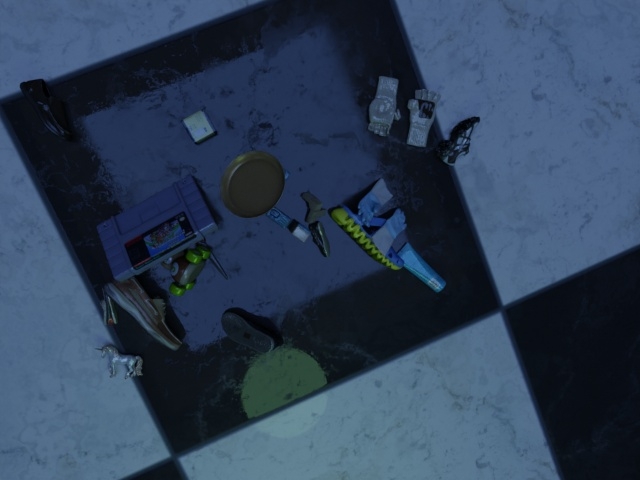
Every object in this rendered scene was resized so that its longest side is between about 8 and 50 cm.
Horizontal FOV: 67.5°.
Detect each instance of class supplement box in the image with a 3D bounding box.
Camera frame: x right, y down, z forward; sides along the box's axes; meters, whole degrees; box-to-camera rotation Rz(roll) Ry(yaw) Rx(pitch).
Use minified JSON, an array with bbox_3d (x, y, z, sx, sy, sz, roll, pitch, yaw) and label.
[{"bbox_3d":[-0.399,-0.375,1.581,0.083,0.056,0.083,-30,100,-4],"label":"supplement box"}]

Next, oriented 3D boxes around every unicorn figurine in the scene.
[{"bbox_3d":[-0.689,0.413,1.636,0.162,0.060,0.111,7,95,-25],"label":"unicorn figurine"}]

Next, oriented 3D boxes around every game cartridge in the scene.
[{"bbox_3d":[-0.527,-0.041,1.542,0.355,0.068,0.230,-30,59,-4],"label":"game cartridge"}]

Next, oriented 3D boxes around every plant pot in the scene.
[{"bbox_3d":[-0.222,-0.184,1.594,0.237,0.032,0.236,-4,76,17],"label":"plant pot"}]

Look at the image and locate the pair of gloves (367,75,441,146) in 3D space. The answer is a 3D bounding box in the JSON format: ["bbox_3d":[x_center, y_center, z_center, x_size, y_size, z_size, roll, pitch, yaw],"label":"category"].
[{"bbox_3d":[0.289,-0.451,1.678,0.240,0.042,0.204,16,94,-9],"label":"pair of gloves"}]

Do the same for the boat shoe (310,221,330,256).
[{"bbox_3d":[0.001,-0.001,1.690,0.042,0.049,0.132,-13,107,22],"label":"boat shoe"}]

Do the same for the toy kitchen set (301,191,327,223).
[{"bbox_3d":[-0.027,-0.116,1.681,0.075,0.068,0.083,42,126,28],"label":"toy kitchen set"}]

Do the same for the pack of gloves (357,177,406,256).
[{"bbox_3d":[0.226,-0.089,1.638,0.195,0.046,0.232,54,45,-12],"label":"pack of gloves"}]

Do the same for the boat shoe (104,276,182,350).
[{"bbox_3d":[-0.567,0.236,1.597,0.116,0.123,0.324,-48,112,-26],"label":"boat shoe"}]

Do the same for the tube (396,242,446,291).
[{"bbox_3d":[0.367,0.105,1.752,0.207,0.052,0.080,42,85,-5],"label":"tube"}]

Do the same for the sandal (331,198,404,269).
[{"bbox_3d":[0.191,-0.027,1.676,0.138,0.126,0.317,-45,102,-7],"label":"sandal"}]

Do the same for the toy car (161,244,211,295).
[{"bbox_3d":[-0.489,0.064,1.585,0.189,0.149,0.155,30,101,2],"label":"toy car"}]

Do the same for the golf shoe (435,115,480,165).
[{"bbox_3d":[0.504,-0.355,1.712,0.198,0.077,0.094,-46,115,3],"label":"golf shoe"}]

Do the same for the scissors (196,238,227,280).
[{"bbox_3d":[-0.416,0.016,1.645,0.109,0.021,0.296,-19,100,-6],"label":"scissors"}]

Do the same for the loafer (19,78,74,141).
[{"bbox_3d":[-0.844,-0.414,1.501,0.078,0.080,0.220,-34,100,-3],"label":"loafer"}]

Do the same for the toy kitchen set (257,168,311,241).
[{"bbox_3d":[-0.097,-0.123,1.620,0.207,0.122,0.166,35,91,-11],"label":"toy kitchen set"}]

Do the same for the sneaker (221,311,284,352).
[{"bbox_3d":[-0.240,0.324,1.680,0.222,0.118,0.083,29,93,19],"label":"sneaker"}]

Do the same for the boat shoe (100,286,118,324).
[{"bbox_3d":[-0.718,0.219,1.611,0.043,0.049,0.136,-8,102,-5],"label":"boat shoe"}]
